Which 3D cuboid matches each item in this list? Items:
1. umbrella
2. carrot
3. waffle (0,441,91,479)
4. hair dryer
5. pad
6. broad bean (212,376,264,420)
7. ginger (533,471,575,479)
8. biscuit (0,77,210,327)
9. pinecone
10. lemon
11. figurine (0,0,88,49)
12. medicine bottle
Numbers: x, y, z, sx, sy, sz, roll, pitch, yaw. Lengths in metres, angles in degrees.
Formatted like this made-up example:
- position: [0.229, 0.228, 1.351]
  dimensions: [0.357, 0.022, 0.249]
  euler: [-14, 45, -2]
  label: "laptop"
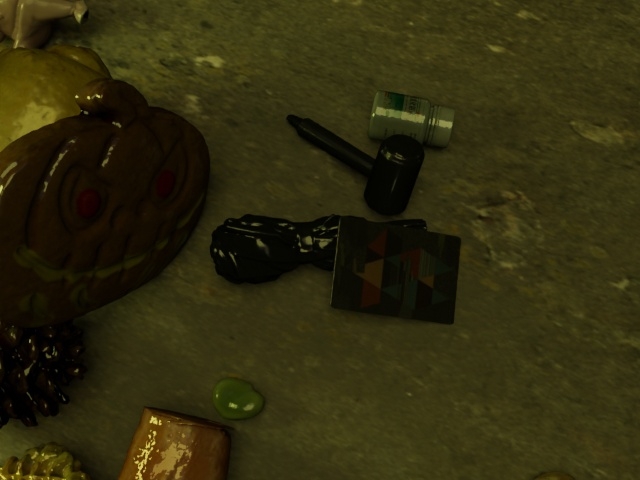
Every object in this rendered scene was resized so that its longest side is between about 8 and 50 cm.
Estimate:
- position: [0.000, 0.000, 1.155]
  dimensions: [0.340, 0.118, 0.118]
  euler: [-9, 77, -11]
  label: "umbrella"
- position: [-0.200, 0.371, 1.030]
  dimensions: [0.196, 0.196, 0.254]
  euler: [15, 75, 4]
  label: "carrot"
- position: [-0.420, 0.402, 1.024]
  dimensions: [0.249, 0.056, 0.253]
  euler: [-46, 43, -12]
  label: "waffle"
- position: [0.048, -0.152, 1.186]
  dimensions: [0.248, 0.114, 0.070]
  euler: [36, 47, 20]
  label: "hair dryer"
- position: [0.119, 0.047, 1.141]
  dimensions: [0.211, 0.003, 0.143]
  euler: [9, 83, -20]
  label: "pad"
- position: [-0.125, 0.242, 1.126]
  dimensions: [0.083, 0.045, 0.063]
  euler: [19, 77, 12]
  label: "broad bean"
- position: [0.284, 0.405, 1.065]
  dimensions: [0.205, 0.081, 0.115]
  euler: [-13, 72, -4]
  label: "ginger"
- position: [-0.287, -0.048, 1.008]
  dimensions: [0.070, 0.350, 0.394]
  euler: [30, 36, 23]
  label: "biscuit"
- position: [-0.475, 0.163, 1.063]
  dimensions: [0.273, 0.224, 0.224]
  euler: [2, 77, -19]
  label: "pinecone"
- position: [-0.405, -0.123, 1.099]
  dimensions: [0.285, 0.285, 0.316]
  euler: [-4, 107, 0]
  label: "lemon"
- position: [-0.533, -0.388, 1.210]
  dimensions: [0.287, 0.176, 0.186]
  euler: [36, 54, -6]
  label: "figurine"
- position: [0.146, -0.192, 1.200]
  dimensions: [0.130, 0.080, 0.080]
  euler: [10, 78, 3]
  label: "medicine bottle"
